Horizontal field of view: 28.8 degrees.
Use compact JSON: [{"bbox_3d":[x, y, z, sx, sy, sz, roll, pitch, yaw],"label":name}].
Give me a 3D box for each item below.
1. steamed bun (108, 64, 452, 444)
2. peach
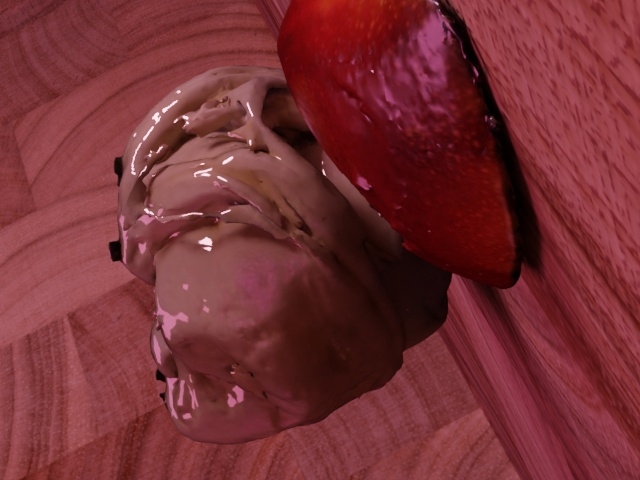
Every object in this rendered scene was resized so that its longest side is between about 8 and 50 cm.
[{"bbox_3d":[0.000,0.000,0.906,0.280,0.207,0.268,-33,-59,-64],"label":"steamed bun"},{"bbox_3d":[0.034,-0.054,0.601,0.189,0.068,0.279,60,180,8],"label":"peach"}]
